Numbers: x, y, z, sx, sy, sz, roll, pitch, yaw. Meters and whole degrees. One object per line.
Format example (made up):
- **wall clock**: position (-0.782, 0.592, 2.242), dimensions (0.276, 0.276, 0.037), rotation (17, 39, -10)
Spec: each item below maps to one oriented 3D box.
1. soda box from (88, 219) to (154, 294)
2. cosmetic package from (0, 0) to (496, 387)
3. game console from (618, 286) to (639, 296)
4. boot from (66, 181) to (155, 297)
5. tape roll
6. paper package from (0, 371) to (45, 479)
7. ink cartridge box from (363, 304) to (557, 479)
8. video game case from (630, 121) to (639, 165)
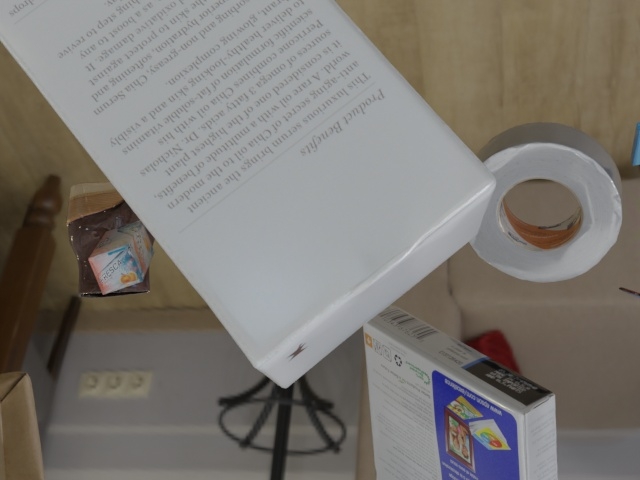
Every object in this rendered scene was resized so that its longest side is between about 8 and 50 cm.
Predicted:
- **soda box**: position (-0.287, 0.021, 1.459), dimensions (0.063, 0.183, 0.058), rotation (-19, 104, 0)
- **cosmetic package**: position (-0.091, -0.125, 0.849), dimensions (0.230, 0.453, 0.161), rotation (-38, 166, -6)
- **game console**: position (0.623, 0.150, 1.832), dimensions (0.144, 0.124, 0.085), rotation (21, 151, -26)
- **boot**: position (-0.311, -0.007, 1.746), dimensions (0.249, 0.206, 0.090), rotation (-7, 164, -17)
- **tape roll**: position (0.308, -0.052, 1.403), dimensions (0.219, 0.072, 0.219), rotation (7, 120, 13)
- **paper package**: position (-0.486, 0.389, 1.424), dimensions (0.168, 0.309, 0.325), rotation (-3, 150, -21)
- **ink cartridge box**: position (0.169, 0.271, 1.248), dimensions (0.072, 0.304, 0.307), rotation (-22, 117, -28)
- **video game case**: position (0.499, -0.145, 1.326), dimensions (0.166, 0.015, 0.119), rotation (-13, 160, 9)
